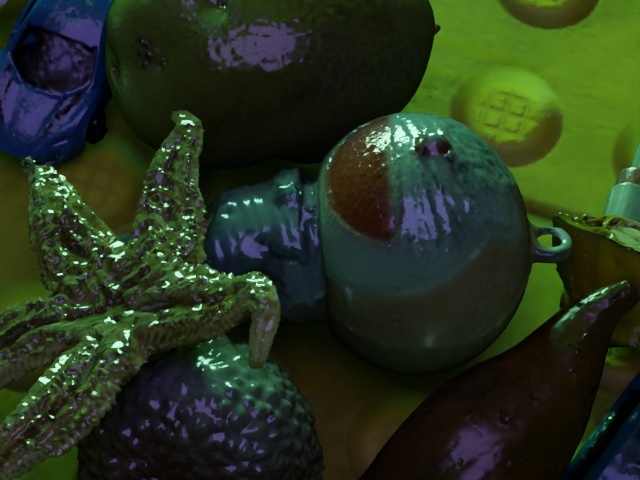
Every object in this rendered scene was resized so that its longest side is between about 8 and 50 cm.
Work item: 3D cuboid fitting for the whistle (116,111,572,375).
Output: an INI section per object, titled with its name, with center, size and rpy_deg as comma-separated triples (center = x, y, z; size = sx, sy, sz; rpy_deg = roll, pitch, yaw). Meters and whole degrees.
[whistle]
center = 0.000, 0.000, 1.263
size = 0.348, 0.189, 0.189
rpy_deg = -3, 65, 2

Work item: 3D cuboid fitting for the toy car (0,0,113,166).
[toy car]
center = -0.188, -0.156, 1.390
size = 0.103, 0.063, 0.216
rpy_deg = 21, 66, 6

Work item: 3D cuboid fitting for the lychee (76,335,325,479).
[lychee]
center = -0.079, 0.143, 1.197
size = 0.165, 0.165, 0.197
rpy_deg = 4, 27, 0

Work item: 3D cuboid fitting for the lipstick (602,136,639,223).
[lipstick]
center = 0.259, -0.072, 1.375
size = 0.063, 0.057, 0.186
rpy_deg = 17, 63, 6

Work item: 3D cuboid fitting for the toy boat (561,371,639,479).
[toy boat]
center = 0.247, 0.157, 1.250
size = 0.134, 0.092, 0.299
rpy_deg = 34, 69, 16

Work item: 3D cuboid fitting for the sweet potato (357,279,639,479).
[sweet potato]
center = 0.095, 0.159, 1.229
size = 0.112, 0.112, 0.359
rpy_deg = 42, 79, 16

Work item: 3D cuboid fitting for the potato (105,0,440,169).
[potato]
center = -0.030, -0.142, 1.341
size = 0.251, 0.159, 0.174
rpy_deg = -5, 94, -14

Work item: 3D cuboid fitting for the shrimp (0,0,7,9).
[shrimp]
center = -0.324, -0.214, 1.412
size = 0.219, 0.046, 0.152
rpy_deg = -1, 78, 12

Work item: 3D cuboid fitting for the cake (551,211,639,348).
[cake]
center = 0.250, 0.017, 1.283
size = 0.080, 0.185, 0.116
rpy_deg = -27, 102, -49

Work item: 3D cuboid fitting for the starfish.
[starfish]
center = -0.149, 0.037, 1.189
size = 0.299, 0.060, 0.302
rpy_deg = -18, 42, 20
